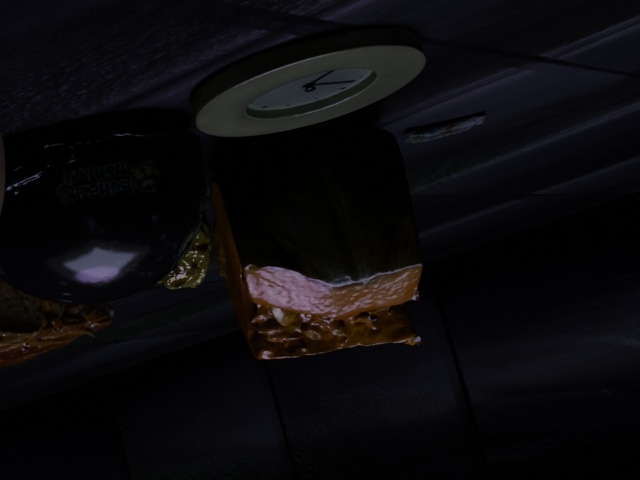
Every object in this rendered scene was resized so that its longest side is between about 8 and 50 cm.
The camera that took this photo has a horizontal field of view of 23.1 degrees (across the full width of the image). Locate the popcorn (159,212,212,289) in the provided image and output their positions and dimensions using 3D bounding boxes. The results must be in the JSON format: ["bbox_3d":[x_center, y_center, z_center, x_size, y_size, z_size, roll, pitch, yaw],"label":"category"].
[{"bbox_3d":[-0.188,0.004,1.955,0.106,0.116,0.121,5,167,-13],"label":"popcorn"}]

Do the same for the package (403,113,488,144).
[{"bbox_3d":[0.156,-0.140,1.968,0.110,0.015,0.037,-15,167,-15],"label":"package"}]

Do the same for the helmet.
[{"bbox_3d":[-0.238,-0.016,1.562,0.279,0.160,0.230,-13,174,-24],"label":"helmet"}]

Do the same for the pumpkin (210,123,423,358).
[{"bbox_3d":[0.000,0.000,1.800,0.225,0.256,0.303,-10,148,-9],"label":"pumpkin"}]

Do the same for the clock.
[{"bbox_3d":[-0.012,-0.154,1.517,0.235,0.029,0.235,-16,170,-3],"label":"clock"}]

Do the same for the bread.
[{"bbox_3d":[-0.445,0.114,2.240,0.185,0.114,0.275,-18,174,24],"label":"bread"}]

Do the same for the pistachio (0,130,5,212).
[{"bbox_3d":[-0.346,-0.031,1.035,0.238,0.229,0.321,-50,151,22],"label":"pistachio"}]
